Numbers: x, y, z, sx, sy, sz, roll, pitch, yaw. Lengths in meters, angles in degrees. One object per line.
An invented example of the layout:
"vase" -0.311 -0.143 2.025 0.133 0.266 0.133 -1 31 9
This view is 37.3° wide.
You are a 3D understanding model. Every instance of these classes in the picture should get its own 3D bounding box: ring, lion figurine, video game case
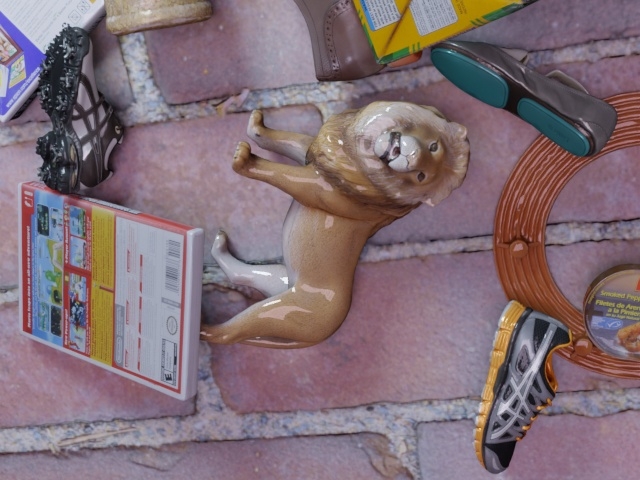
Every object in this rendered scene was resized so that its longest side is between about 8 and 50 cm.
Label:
"ring" 0.362 0.003 1.054 0.337 0.032 0.336 3 106 11
"lion figurine" 0.000 0.000 1.084 0.240 0.142 0.392 19 122 -3
"video game case" -0.257 0.054 1.132 0.285 0.025 0.204 15 109 31

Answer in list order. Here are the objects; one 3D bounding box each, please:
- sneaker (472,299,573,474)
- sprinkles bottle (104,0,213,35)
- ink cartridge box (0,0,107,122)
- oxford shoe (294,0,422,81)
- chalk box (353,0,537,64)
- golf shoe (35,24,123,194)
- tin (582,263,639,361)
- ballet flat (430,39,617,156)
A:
"sneaker" 0.229 0.178 1.092 0.083 0.084 0.214 14 111 16
"sprinkles bottle" -0.203 -0.402 0.999 0.121 0.121 0.355 -7 104 13
"ink cartridge box" -0.375 -0.282 1.105 0.208 0.045 0.206 45 108 -6
"oxford shoe" -0.015 -0.338 0.982 0.133 0.130 0.363 -16 101 23
"chalk box" 0.170 -0.308 0.901 0.179 0.289 0.180 -12 103 47
"golf shoe" -0.275 -0.153 1.107 0.077 0.094 0.198 33 121 38
"tin" 0.384 0.082 1.038 0.190 0.040 0.106 8 111 8
"ballet flat" 0.219 -0.166 1.017 0.213 0.072 0.068 35 71 14
